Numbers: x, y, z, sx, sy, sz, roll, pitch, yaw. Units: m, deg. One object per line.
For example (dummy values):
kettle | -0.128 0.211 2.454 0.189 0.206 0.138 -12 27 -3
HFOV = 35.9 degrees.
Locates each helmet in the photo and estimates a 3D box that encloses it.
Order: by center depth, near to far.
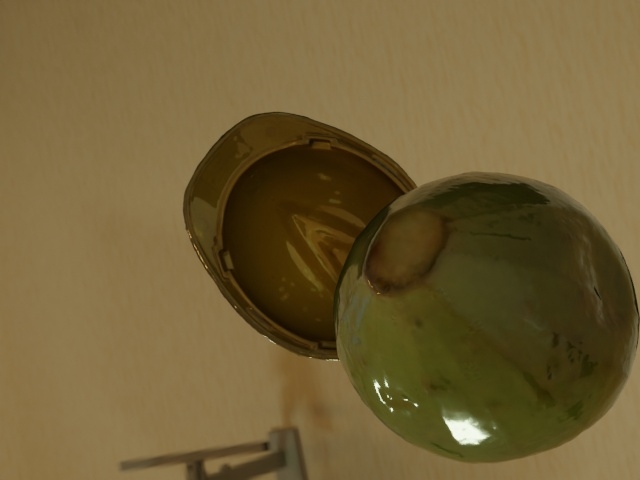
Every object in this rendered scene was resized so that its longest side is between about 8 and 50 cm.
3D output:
helmet | 0.000 0.000 0.982 0.205 0.257 0.140 -50 173 1

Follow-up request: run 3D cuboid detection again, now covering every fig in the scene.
fig | 0.110 0.053 0.665 0.207 0.207 0.230 -12 178 7
